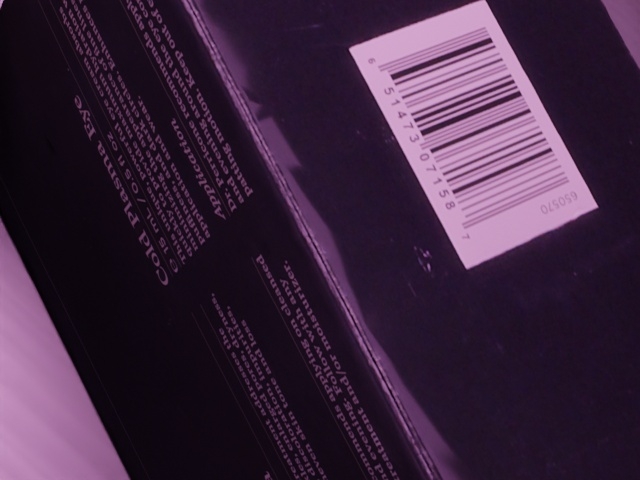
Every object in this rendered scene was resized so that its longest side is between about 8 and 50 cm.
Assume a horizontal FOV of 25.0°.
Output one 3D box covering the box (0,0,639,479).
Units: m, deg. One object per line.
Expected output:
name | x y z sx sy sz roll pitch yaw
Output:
box | 0.000 0.000 0.675 0.179 0.312 0.343 -23 82 -29
